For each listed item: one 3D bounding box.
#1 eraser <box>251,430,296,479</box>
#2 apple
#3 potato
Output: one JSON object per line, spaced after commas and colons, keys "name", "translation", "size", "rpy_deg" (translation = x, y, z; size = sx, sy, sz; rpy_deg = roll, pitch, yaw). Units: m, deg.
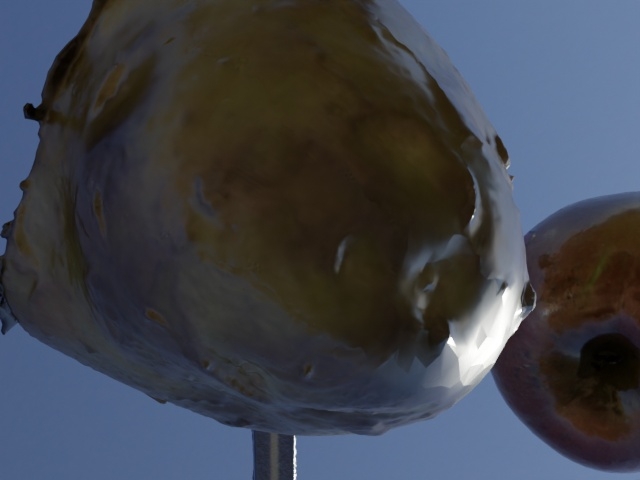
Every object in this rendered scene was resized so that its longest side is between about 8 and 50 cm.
{"name": "eraser", "translation": [-0.041, 0.174, 1.268], "size": [0.036, 0.225, 0.082], "rpy_deg": [-2, -154, -4]}
{"name": "apple", "translation": [0.367, 0.092, 1.756], "size": [0.338, 0.338, 0.305], "rpy_deg": [41, -149, -2]}
{"name": "potato", "translation": [0.000, 0.000, 0.768], "size": [0.237, 0.300, 0.289], "rpy_deg": [33, -156, 28]}
